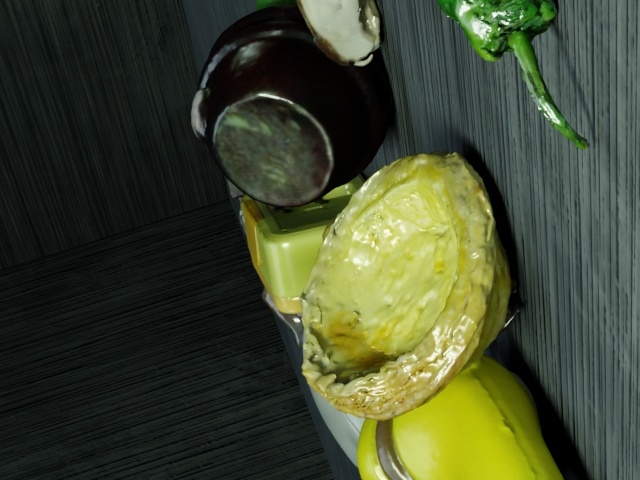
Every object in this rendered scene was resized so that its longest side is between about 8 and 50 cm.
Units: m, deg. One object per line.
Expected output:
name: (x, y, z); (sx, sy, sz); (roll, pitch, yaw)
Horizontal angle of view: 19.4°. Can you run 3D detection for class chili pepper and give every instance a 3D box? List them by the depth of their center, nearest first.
chili pepper: (0.080, -0.177, 1.096); (0.122, 0.065, 0.279); (66, -177, -48)

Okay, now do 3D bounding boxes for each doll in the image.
doll: (0.115, 0.169, 1.433); (0.363, 0.145, 0.199); (-141, 42, -66)

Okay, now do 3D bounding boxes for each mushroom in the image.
mushroom: (0.002, -0.247, 1.566); (0.210, 0.072, 0.094); (78, 179, -47)

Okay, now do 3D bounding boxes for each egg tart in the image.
egg tart: (0.070, 0.039, 1.400); (0.090, 0.212, 0.213); (26, -152, -37)

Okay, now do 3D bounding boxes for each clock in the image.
clock: (0.000, 0.000, 1.960); (0.202, 0.143, 0.096); (-122, 18, -70)

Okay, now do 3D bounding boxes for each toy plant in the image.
toy plant: (-0.017, -0.135, 1.711); (0.235, 0.175, 0.218); (-69, -21, -52)

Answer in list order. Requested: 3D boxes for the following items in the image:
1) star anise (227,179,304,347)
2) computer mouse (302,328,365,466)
star anise: (-0.020, -0.013, 2.264); (0.359, 0.139, 0.316); (65, -163, -50)
computer mouse: (0.055, 0.178, 2.108); (0.184, 0.121, 0.297); (161, 93, -83)
